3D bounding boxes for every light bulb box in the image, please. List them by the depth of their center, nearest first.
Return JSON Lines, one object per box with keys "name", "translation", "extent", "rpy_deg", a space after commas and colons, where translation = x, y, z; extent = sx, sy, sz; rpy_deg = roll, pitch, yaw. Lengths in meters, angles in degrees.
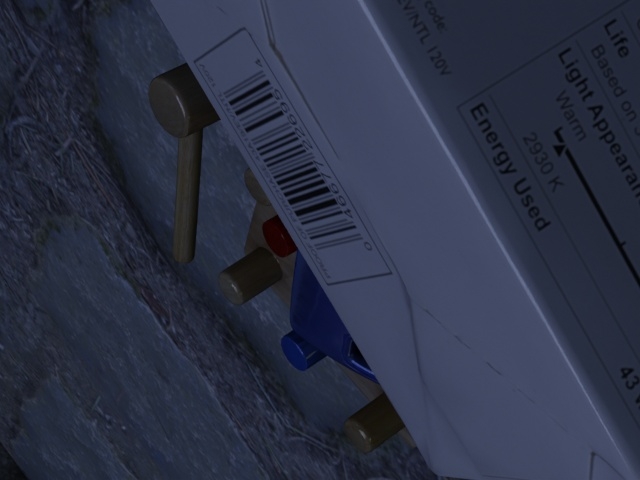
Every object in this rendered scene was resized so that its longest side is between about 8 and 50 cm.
{"name": "light bulb box", "translation": [0.149, -0.123, 0.785], "extent": [0.358, 0.361, 0.225], "rpy_deg": [60, 160, -7]}

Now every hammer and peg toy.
{"name": "hammer and peg toy", "translation": [0.000, 0.000, 1.424], "extent": [0.361, 0.127, 0.266], "rpy_deg": [48, 153, 17]}

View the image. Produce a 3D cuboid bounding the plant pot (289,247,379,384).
{"name": "plant pot", "translation": [0.137, -0.004, 1.099], "extent": [0.212, 0.236, 0.236], "rpy_deg": [39, 148, 19]}
